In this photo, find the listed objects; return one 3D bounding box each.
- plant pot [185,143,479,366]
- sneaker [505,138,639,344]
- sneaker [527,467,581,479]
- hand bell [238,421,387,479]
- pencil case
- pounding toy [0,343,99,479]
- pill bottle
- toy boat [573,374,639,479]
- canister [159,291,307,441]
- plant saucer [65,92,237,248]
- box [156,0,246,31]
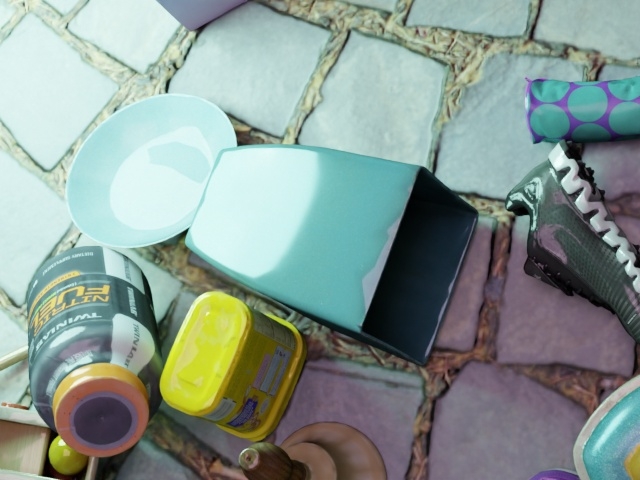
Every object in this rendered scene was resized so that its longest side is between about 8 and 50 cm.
[{"bbox_3d":[0.000,0.000,1.688,0.234,0.165,0.165,16,82,28],"label":"plant pot"},{"bbox_3d":[0.254,0.024,1.647,0.106,0.078,0.234,-33,69,14],"label":"sneaker"},{"bbox_3d":[0.263,0.305,1.560,0.095,0.104,0.236,-38,68,7],"label":"sneaker"},{"bbox_3d":[-0.029,0.218,1.597,0.126,0.242,0.126,-4,77,16],"label":"hand bell"},{"bbox_3d":[0.275,-0.132,1.680,0.152,0.064,0.070,-3,77,17],"label":"pencil case"},{"bbox_3d":[-0.329,0.172,1.748,0.269,0.154,0.155,7,80,18],"label":"pounding toy"},{"bbox_3d":[-0.219,0.112,1.675,0.130,0.130,0.245,-36,26,7],"label":"pill bottle"},{"bbox_3d":[0.357,0.136,1.503,0.267,0.148,0.318,0,95,7],"label":"toy boat"},{"bbox_3d":[-0.084,0.122,1.674,0.073,0.170,0.126,21,84,20],"label":"canister"},{"bbox_3d":[-0.172,-0.066,1.800,0.195,0.037,0.195,-11,54,16],"label":"plant saucer"},{"bbox_3d":[-0.111,-0.387,1.833,0.213,0.117,0.243,-28,70,9],"label":"box"}]
